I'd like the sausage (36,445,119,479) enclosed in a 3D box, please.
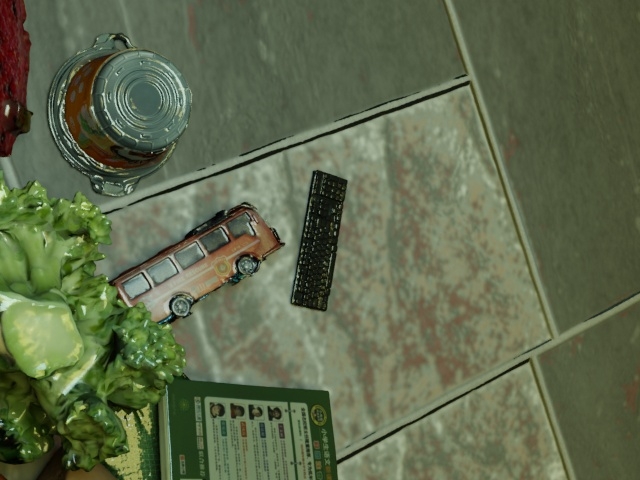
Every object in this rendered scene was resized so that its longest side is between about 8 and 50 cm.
[{"bbox_3d":[-0.251,0.370,1.315,0.253,0.123,0.123,49,66,-16],"label":"sausage"}]

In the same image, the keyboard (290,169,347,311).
[{"bbox_3d":[0.000,0.000,1.534,0.060,0.018,0.195,14,81,-30],"label":"keyboard"}]

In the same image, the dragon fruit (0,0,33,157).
[{"bbox_3d":[-0.413,-0.256,1.203,0.302,0.240,0.330,30,80,-43],"label":"dragon fruit"}]

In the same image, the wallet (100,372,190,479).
[{"bbox_3d":[-0.179,0.281,1.397,0.236,0.055,0.160,48,62,-13],"label":"wallet"}]

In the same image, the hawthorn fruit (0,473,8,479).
[{"bbox_3d":[-0.431,0.339,1.164,0.226,0.197,0.196,7,83,-46],"label":"hawthorn fruit"}]

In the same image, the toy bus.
[{"bbox_3d":[-0.161,0.037,1.415,0.235,0.073,0.096,-34,96,-25],"label":"toy bus"}]

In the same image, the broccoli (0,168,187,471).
[{"bbox_3d":[-0.330,0.091,1.214,0.277,0.317,0.338,-24,130,-26],"label":"broccoli"}]

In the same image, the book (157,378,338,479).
[{"bbox_3d":[-0.087,0.285,1.398,0.264,0.027,0.202,10,64,-37],"label":"book"}]

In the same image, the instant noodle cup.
[{"bbox_3d":[-0.236,-0.166,1.354,0.178,0.125,0.208,-16,94,-29],"label":"instant noodle cup"}]
